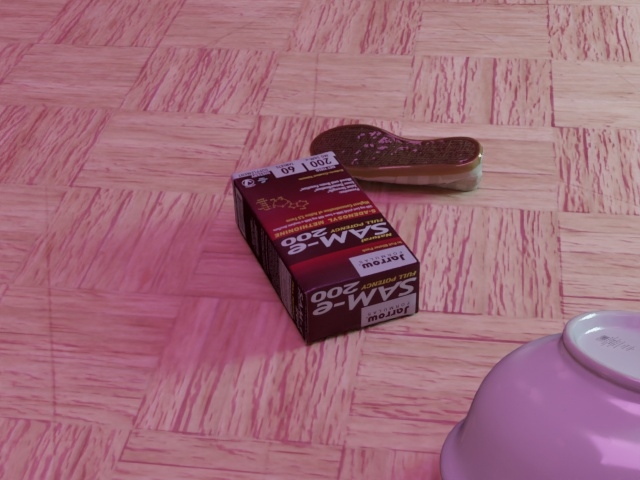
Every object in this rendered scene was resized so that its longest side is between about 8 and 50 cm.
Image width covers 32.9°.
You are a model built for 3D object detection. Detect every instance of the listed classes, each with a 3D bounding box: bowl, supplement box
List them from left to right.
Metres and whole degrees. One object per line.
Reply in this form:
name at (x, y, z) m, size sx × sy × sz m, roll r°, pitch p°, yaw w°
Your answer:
supplement box at (0.000, 0.000, 1.178) m, size 0.130 × 0.073 × 0.239 m, roll -15°, pitch 38°, yaw -17°
bowl at (0.248, 0.142, 0.840) m, size 0.297 × 0.134 × 0.298 m, roll 7°, pitch 19°, yaw -2°

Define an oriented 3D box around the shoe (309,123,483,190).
shoe at (0.092, -0.094, 1.327) m, size 0.218 × 0.058 × 0.077 m, roll 7°, pitch 56°, yaw 19°
